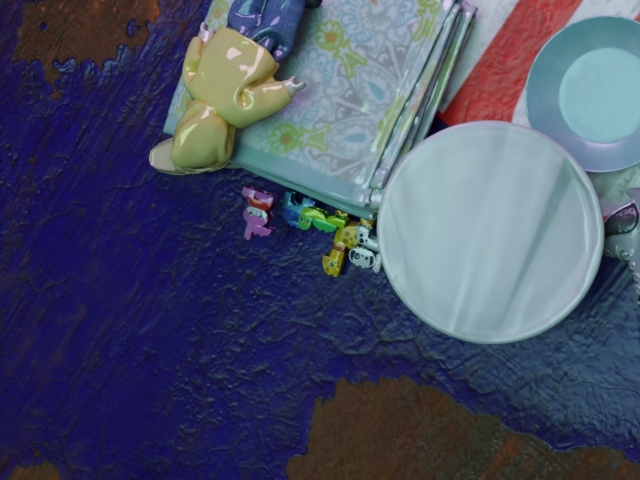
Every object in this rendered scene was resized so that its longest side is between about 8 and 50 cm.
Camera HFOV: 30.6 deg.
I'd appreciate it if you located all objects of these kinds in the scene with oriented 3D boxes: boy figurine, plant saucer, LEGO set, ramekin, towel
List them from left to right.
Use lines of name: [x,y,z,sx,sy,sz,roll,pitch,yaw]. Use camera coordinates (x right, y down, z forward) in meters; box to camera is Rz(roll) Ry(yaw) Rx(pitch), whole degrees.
boy figurine: [-0.101,-0.215,1.524,0.177,0.092,0.285,27,92,23]
towel: [-0.008,-0.229,1.587,0.374,0.090,0.320,23,89,23]
LEGO set: [0.000,0.000,1.620,0.227,0.087,0.093,19,104,18]
ramekin: [0.208,-0.012,1.452,0.273,0.127,0.273,0,93,7]
plant saucer: [0.354,-0.181,1.457,0.195,0.037,0.195,1,92,27]

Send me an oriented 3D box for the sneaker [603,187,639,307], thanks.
sneaker: [0.392,0.042,1.430,0.132,0.086,0.229,6,85,31]

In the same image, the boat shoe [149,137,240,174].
boat shoe: [-0.187,-0.129,1.719,0.170,0.059,0.063,-4,90,26]
